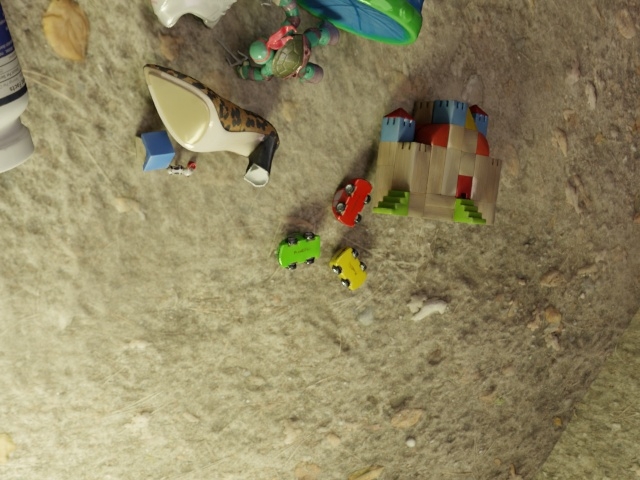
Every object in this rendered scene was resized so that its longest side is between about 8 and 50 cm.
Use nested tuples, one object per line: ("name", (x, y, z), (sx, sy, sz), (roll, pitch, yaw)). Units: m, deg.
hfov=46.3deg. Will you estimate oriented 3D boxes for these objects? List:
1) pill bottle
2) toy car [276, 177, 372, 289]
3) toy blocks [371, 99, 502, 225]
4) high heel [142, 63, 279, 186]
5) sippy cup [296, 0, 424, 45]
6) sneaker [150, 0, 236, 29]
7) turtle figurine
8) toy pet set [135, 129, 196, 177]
("pill bottle", (-0.457, -0.218, 0.931), (0.153, 0.153, 0.264), (-25, 122, -30))
("toy car", (0.000, 0.000, 1.473), (0.225, 0.053, 0.238), (-14, 116, -35))
("toy blocks", (0.252, -0.173, 1.552), (0.382, 0.191, 0.260), (3, 94, -42))
("high heel", (-0.175, -0.212, 1.222), (0.093, 0.186, 0.261), (-38, 114, 22))
("sippy cup", (0.090, -0.472, 1.228), (0.240, 0.305, 0.223), (20, 94, -23))
("sneaker", (-0.163, -0.392, 1.164), (0.232, 0.090, 0.115), (-21, 127, -22))
("turtle figurine", (-0.066, -0.316, 1.227), (0.175, 0.118, 0.234), (-46, 160, 29))
("toy pet set", (-0.235, -0.158, 1.202), (0.114, 0.065, 0.122), (-14, 115, -36))
